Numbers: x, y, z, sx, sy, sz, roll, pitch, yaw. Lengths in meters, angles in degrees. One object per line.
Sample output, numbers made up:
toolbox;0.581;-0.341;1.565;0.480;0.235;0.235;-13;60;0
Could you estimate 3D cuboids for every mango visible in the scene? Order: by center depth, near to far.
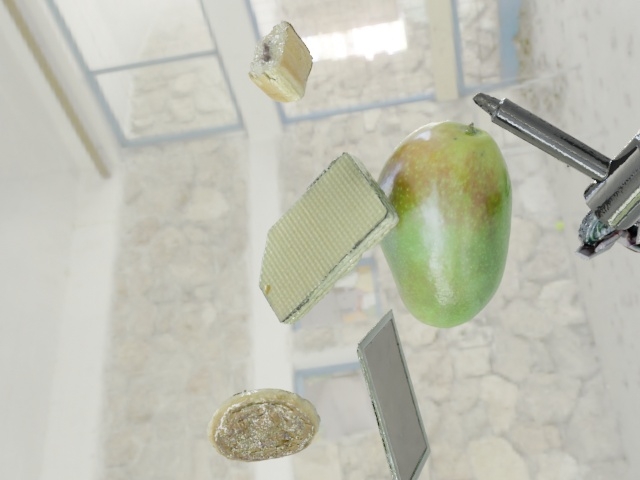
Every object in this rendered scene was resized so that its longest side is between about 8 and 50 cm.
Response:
mango;0.198;-0.015;1.518;0.201;0.225;0.382;-97;5;-59

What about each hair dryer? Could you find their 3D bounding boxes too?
hair dryer;0.296;-0.121;1.077;0.114;0.248;0.070;-57;1;43

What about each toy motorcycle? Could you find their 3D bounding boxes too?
toy motorcycle;0.462;-0.022;1.428;0.082;0.213;0.122;26;125;43

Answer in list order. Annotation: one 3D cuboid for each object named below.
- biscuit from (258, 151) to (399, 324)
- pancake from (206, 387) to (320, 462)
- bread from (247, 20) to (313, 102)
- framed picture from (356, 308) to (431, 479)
biscuit;0.000;0.000;1.422;0.052;0.252;0.150;23;-154;-50
pancake;-0.077;0.258;1.263;0.028;0.158;0.158;-99;-4;-49
bread;-0.070;-0.306;1.618;0.106;0.082;0.125;54;-142;-44
framed picture;0.082;0.181;1.028;0.142;0.011;0.183;-33;-72;-69
